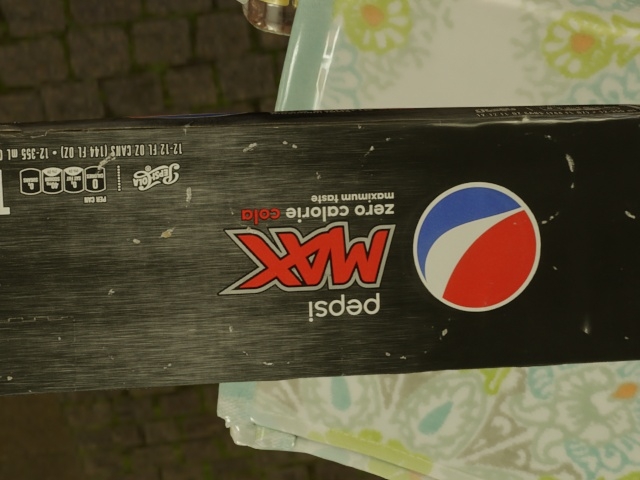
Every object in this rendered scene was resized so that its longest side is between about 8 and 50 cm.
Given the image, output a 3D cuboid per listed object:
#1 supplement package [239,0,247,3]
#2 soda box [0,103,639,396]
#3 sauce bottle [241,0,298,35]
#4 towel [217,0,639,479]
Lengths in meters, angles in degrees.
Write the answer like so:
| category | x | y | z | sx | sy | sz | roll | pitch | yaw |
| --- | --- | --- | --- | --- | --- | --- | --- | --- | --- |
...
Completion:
| category | x | y | z | sx | sy | sz | roll | pitch | yaw |
| --- | --- | --- | --- | --- | --- | --- | --- | --- | --- |
| supplement package | -0.058 | -0.309 | 1.048 | 0.203 | 0.194 | 0.149 | -42 | 167 | 9 |
| soda box | 0.000 | 0.000 | 0.357 | 0.169 | 0.060 | 0.053 | -2 | -174 | -8 |
| sauce bottle | -0.019 | -0.377 | 1.540 | 0.111 | 0.111 | 0.344 | -2 | 122 | -12 |
| towel | 0.112 | 0.003 | 1.041 | 0.320 | 0.090 | 0.374 | 15 | 109 | 7 |
